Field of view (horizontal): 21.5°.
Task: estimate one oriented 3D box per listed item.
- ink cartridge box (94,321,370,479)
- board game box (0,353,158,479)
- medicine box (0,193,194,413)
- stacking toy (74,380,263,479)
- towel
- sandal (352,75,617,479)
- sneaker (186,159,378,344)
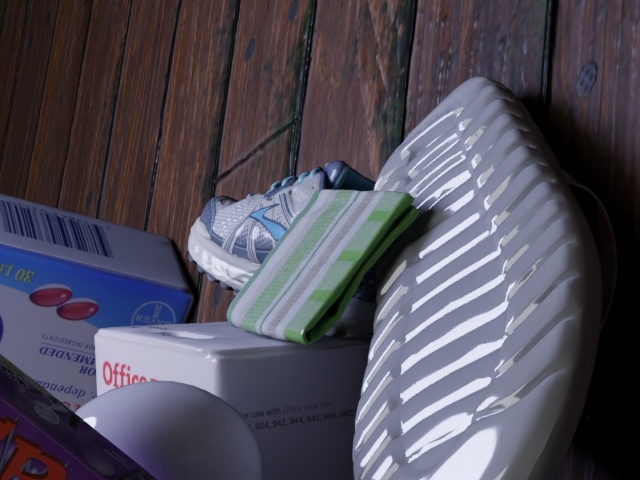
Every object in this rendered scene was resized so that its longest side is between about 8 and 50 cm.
[{"bbox_3d":[-0.056,0.194,1.087,0.198,0.114,0.273,3,96,60],"label":"ink cartridge box"},{"bbox_3d":[-0.158,0.190,0.851,0.208,0.347,0.056,-53,-3,11],"label":"board game box"},{"bbox_3d":[-0.300,0.117,1.639,0.289,0.263,0.149,-68,23,17],"label":"medicine box"},{"bbox_3d":[-0.200,0.226,1.012,0.480,0.350,0.351,-36,41,31],"label":"stacking toy"},{"bbox_3d":[0.000,0.017,1.043,0.113,0.023,0.152,-53,18,-10],"label":"towel"},{"bbox_3d":[0.108,0.034,0.949,0.169,0.102,0.416,-45,21,28],"label":"sandal"},{"bbox_3d":[0.000,0.000,1.232,0.283,0.110,0.122,30,98,58],"label":"sneaker"}]
